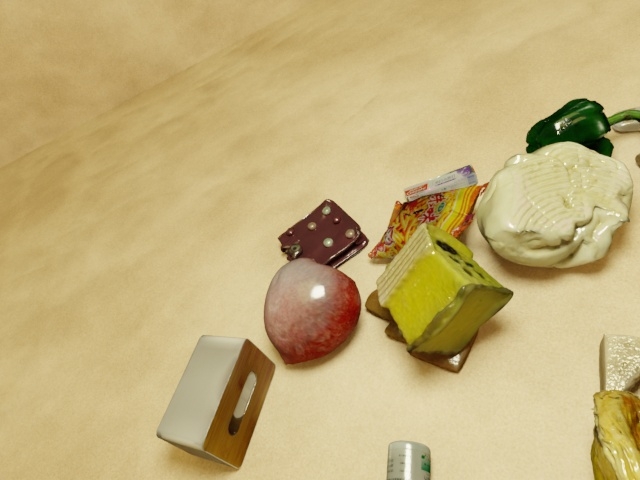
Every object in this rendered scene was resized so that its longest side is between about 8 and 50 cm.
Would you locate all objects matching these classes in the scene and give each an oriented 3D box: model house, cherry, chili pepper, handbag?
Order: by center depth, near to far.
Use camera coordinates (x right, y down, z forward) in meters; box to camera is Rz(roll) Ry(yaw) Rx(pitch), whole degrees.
[{"bbox_3d":[0.220,0.089,0.960,0.193,0.175,0.234,-59,46,26],"label":"model house"},{"bbox_3d":[-0.032,0.163,1.103,0.240,0.206,0.239,-5,51,7],"label":"cherry"},{"bbox_3d":[0.652,-0.262,1.162,0.261,0.173,0.165,-24,21,8],"label":"chili pepper"},{"bbox_3d":[-0.001,-0.002,1.322,0.216,0.074,0.203,-35,45,-5],"label":"handbag"}]

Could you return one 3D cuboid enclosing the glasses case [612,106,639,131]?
[{"bbox_3d":[0.831,-0.311,1.193,0.164,0.041,0.063,-4,51,24],"label":"glasses case"}]

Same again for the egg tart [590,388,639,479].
[{"bbox_3d":[0.488,0.357,0.683,0.115,0.291,0.290,-51,36,31],"label":"egg tart"}]

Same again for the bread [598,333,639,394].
[{"bbox_3d":[0.553,0.245,0.832,0.105,0.077,0.152,1,54,29],"label":"bread"}]

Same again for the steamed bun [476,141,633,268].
[{"bbox_3d":[0.495,-0.064,1.040,0.320,0.206,0.274,-4,65,-5],"label":"steamed bun"}]

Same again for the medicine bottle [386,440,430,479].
[{"bbox_3d":[0.160,0.441,0.857,0.080,0.080,0.130,-7,50,21],"label":"medicine bottle"}]

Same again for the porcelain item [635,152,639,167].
[{"bbox_3d":[0.857,-0.229,1.103,0.213,0.054,0.084,-30,47,-1],"label":"porcelain item"}]

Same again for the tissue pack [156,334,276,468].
[{"bbox_3d":[-0.228,0.358,1.070,0.136,0.159,0.246,-1,53,28],"label":"tissue pack"}]

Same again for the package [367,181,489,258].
[{"bbox_3d":[0.270,-0.042,1.172,0.288,0.108,0.223,-7,39,48],"label":"package"}]

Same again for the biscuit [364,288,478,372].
[{"bbox_3d":[0.257,0.160,1.075,0.278,0.043,0.301,-26,45,5],"label":"biscuit"}]

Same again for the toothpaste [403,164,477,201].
[{"bbox_3d":[0.332,-0.150,1.307,0.197,0.040,0.047,-20,44,11],"label":"toothpaste"}]
